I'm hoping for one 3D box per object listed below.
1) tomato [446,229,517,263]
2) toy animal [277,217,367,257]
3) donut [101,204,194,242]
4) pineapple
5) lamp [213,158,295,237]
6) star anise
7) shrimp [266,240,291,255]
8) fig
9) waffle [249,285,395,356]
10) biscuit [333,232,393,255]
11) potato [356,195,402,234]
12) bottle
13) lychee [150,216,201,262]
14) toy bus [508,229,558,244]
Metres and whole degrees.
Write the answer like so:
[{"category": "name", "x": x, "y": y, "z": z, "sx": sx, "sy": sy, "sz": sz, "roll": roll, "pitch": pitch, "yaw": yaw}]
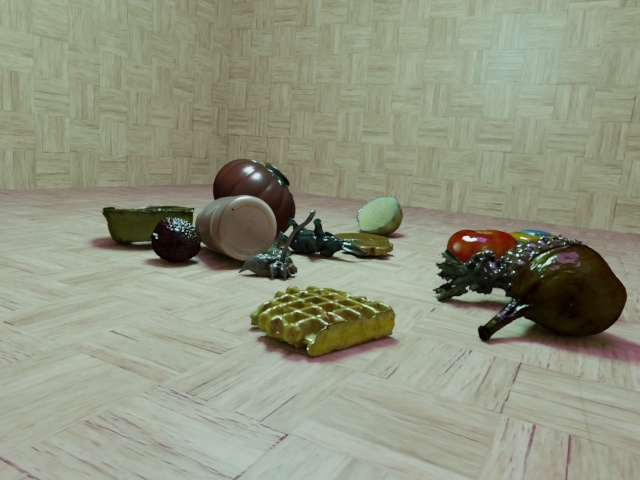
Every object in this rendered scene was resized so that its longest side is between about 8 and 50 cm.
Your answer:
[{"category": "tomato", "x": 0.451, "y": 0.040, "z": 1.380, "sx": 0.194, "sy": 0.136, "sz": 0.195, "roll": 2, "pitch": 9, "yaw": 0}, {"category": "toy animal", "x": -0.001, "y": -0.003, "z": 1.490, "sx": 0.269, "sy": 0.082, "sz": 0.137, "roll": 8, "pitch": -20, "yaw": 22}, {"category": "donut", "x": -0.517, "y": -0.053, "z": 1.514, "sx": 0.271, "sy": 0.107, "sz": 0.272, "roll": -1, "pitch": 8, "yaw": 0}, {"category": "pineapple", "x": 0.440, "y": 0.084, "z": 1.142, "sx": 0.360, "sy": 0.175, "sz": 0.175, "roll": -9, "pitch": 11, "yaw": -3}, {"category": "lamp", "x": -0.225, "y": -0.133, "z": 1.669, "sx": 0.303, "sy": 0.257, "sz": 0.303, "roll": 40, "pitch": -9, "yaw": 8}, {"category": "star anise", "x": -0.096, "y": -0.003, "z": 1.200, "sx": 0.148, "sy": 0.228, "sz": 0.218, "roll": 7, "pitch": 19, "yaw": -27}, {"category": "shrimp", "x": -0.135, "y": 0.025, "z": 1.527, "sx": 0.091, "sy": 0.034, "sz": 0.161, "roll": 15, "pitch": 15, "yaw": -9}, {"category": "fig", "x": 0.435, "y": 0.102, "z": 0.935, "sx": 0.290, "sy": 0.191, "sz": 0.190, "roll": -1, "pitch": 11, "yaw": -34}, {"category": "waffle", "x": -0.019, "y": 0.131, "z": 0.889, "sx": 0.229, "sy": 0.057, "sz": 0.219, "roll": -5, "pitch": 13, "yaw": -39}, {"category": "biscuit", "x": 0.145, "y": 0.013, "z": 1.662, "sx": 0.201, "sy": 0.044, "sz": 0.288, "roll": 1, "pitch": 12, "yaw": -13}, {"category": "potato", "x": 0.257, "y": -0.082, "z": 2.033, "sx": 0.202, "sy": 0.182, "sz": 0.117, "roll": -9, "pitch": -40, "yaw": 42}, {"category": "bottle", "x": -0.271, "y": -0.034, "z": 1.404, "sx": 0.206, "sy": 0.173, "sz": 0.296, "roll": -32, "pitch": 20, "yaw": -24}, {"category": "lychee", "x": -0.378, "y": 0.003, "z": 1.298, "sx": 0.129, "sy": 0.123, "sz": 0.123, "roll": 38, "pitch": -7, "yaw": -29}, {"category": "toy bus", "x": 0.629, "y": 0.039, "z": 1.462, "sx": 0.209, "sy": 0.136, "sz": 0.126, "roll": 0, "pitch": 11, "yaw": -28}]
